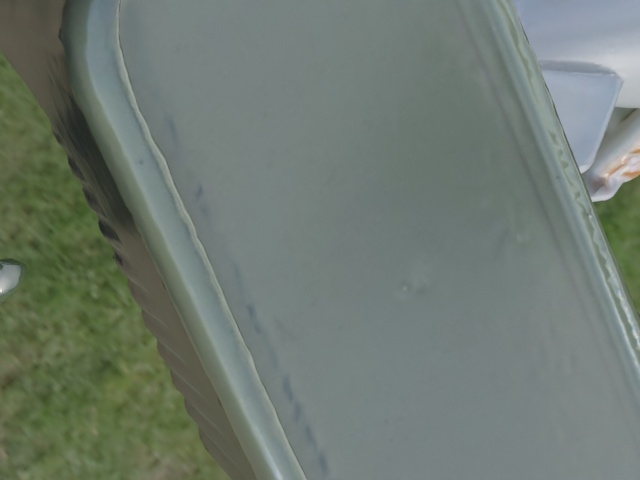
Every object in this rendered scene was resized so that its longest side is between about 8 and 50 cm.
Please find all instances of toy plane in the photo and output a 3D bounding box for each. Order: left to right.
[{"bbox_3d":[0.166,-0.090,0.747,0.244,0.117,0.245,-17,156,-8],"label":"toy plane"}]

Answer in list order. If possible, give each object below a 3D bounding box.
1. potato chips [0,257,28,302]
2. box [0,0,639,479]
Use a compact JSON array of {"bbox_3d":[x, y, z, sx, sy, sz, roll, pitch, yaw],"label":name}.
[{"bbox_3d":[-0.285,0.081,0.722,0.373,0.097,0.389,-48,160,7],"label":"potato chips"},{"bbox_3d":[0.000,0.000,0.620,0.138,0.178,0.274,-28,110,-15],"label":"box"}]
